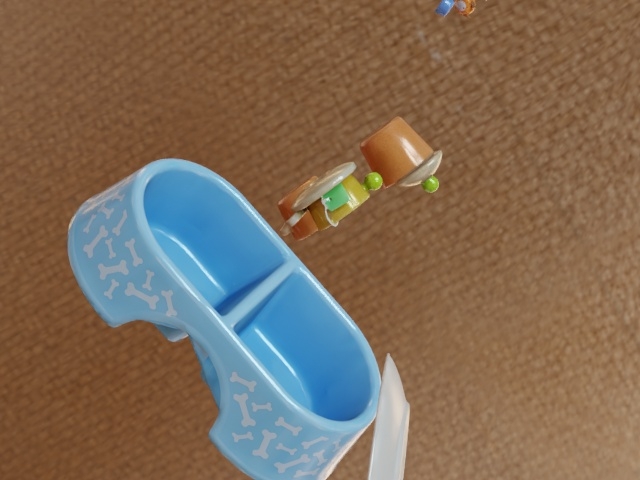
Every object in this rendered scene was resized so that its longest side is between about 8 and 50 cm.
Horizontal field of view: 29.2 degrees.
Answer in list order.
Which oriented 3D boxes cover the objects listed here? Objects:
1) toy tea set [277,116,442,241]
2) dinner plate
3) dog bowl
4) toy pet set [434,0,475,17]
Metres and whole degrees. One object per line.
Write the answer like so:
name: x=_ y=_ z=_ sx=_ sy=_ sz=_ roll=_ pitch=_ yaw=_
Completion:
toy tea set: x=0.000 y=0.000 z=1.405 sx=0.336 sy=0.200 sz=0.124 roll=-35 pitch=96 yaw=17
dinner plate: x=0.032 y=0.128 z=0.620 sx=0.017 sy=0.141 sz=0.141 roll=6 pitch=106 yaw=7
dog bowl: x=-0.066 y=0.058 z=0.979 sx=0.297 sy=0.166 sz=0.074 roll=49 pitch=123 yaw=-1
toy pet set: x=0.155 y=-0.206 z=0.878 sx=0.065 sy=0.114 sz=0.122 roll=38 pitch=127 yaw=1
